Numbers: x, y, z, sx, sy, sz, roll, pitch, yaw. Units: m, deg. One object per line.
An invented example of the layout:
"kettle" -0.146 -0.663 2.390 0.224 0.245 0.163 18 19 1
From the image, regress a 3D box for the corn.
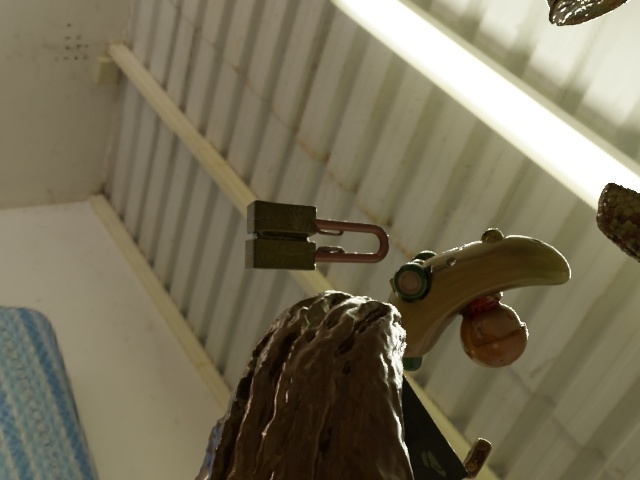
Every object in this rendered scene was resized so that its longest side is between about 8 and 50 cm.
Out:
"corn" 0.448 0.016 0.996 0.253 0.086 0.086 37 -53 22

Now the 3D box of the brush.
"brush" 0.000 0.000 1.251 0.047 0.234 0.103 163 -71 -65

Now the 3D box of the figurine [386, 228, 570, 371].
"figurine" 0.249 0.108 1.308 0.325 0.124 0.222 -22 -91 23

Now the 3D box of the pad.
"pad" 0.030 0.163 0.735 0.190 0.127 0.004 56 -18 37

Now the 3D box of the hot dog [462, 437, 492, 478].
"hot dog" 0.263 0.380 1.382 0.030 0.034 0.090 23 -62 5

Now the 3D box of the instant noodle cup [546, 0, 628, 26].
"instant noodle cup" 0.368 -0.429 1.084 0.230 0.230 0.182 -41 -108 48

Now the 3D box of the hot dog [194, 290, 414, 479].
"hot dog" -0.012 0.148 0.404 0.196 0.122 0.272 117 -23 -52
